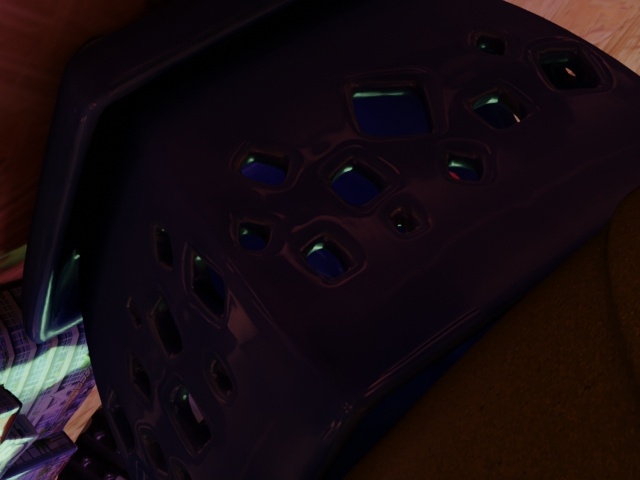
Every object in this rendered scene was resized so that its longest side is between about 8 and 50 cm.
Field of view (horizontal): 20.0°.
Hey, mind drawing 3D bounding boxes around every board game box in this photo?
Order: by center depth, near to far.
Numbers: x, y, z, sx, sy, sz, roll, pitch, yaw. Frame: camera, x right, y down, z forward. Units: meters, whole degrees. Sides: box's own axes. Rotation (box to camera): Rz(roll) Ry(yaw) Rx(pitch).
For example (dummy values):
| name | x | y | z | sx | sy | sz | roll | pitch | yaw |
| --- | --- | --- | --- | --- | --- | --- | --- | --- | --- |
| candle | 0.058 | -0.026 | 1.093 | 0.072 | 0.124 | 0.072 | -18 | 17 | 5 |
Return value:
| name | x | y | z | sx | sy | sz | roll | pitch | yaw |
| --- | --- | --- | --- | --- | --- | --- | --- | --- | --- |
| board game box | -0.206 | 0.114 | 0.924 | 0.194 | 0.060 | 0.194 | -19 | 152 | -54 |

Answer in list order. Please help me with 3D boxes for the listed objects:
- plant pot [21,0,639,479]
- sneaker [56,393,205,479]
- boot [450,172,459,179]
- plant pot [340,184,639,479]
| name | x | y | z | sx | sy | sz | roll | pitch | yaw |
| --- | --- | --- | --- | --- | --- | --- | --- | --- | --- |
| plant pot | 0.000 | 0.000 | 0.837 | 0.236 | 0.212 | 0.236 | -32 | 160 | -31 |
| sneaker | -0.077 | 0.094 | 1.078 | 0.234 | 0.078 | 0.106 | -55 | 177 | -24 |
| boot | 0.061 | 0.061 | 1.187 | 0.244 | 0.176 | 0.088 | -45 | 161 | 6 |
| plant pot | 0.125 | 0.185 | 0.682 | 0.353 | 0.366 | 0.366 | -36 | 166 | 21 |
